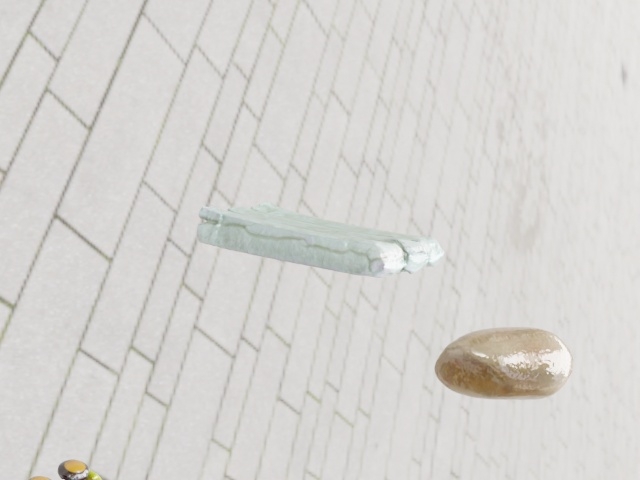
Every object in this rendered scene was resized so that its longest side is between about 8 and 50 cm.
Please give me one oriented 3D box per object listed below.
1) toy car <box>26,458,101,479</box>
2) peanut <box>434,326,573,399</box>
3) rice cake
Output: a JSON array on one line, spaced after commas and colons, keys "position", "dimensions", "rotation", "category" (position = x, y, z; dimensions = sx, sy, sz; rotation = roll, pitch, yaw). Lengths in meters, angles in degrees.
[{"position": [-0.479, 0.535, 1.638], "dimensions": [0.248, 0.142, 0.200], "rotation": [-20, 132, -57], "category": "toy car"}, {"position": [0.186, 0.125, 0.891], "dimensions": [0.152, 0.076, 0.076], "rotation": [1, 86, -18], "category": "peanut"}, {"position": [0.000, -0.001, 0.839], "dimensions": [0.124, 0.211, 0.038], "rotation": [-7, 106, -53], "category": "rice cake"}]
